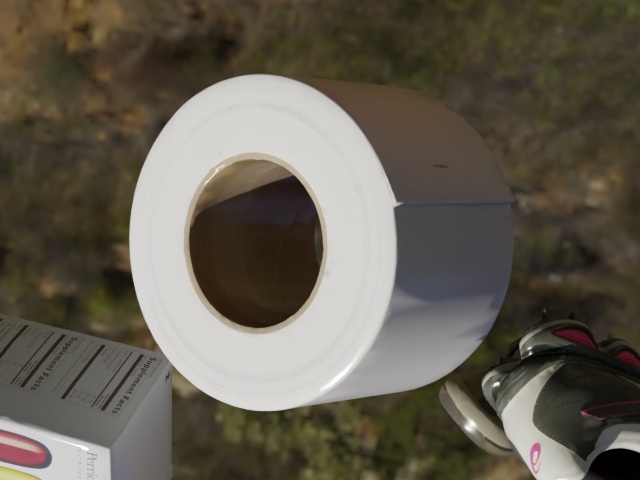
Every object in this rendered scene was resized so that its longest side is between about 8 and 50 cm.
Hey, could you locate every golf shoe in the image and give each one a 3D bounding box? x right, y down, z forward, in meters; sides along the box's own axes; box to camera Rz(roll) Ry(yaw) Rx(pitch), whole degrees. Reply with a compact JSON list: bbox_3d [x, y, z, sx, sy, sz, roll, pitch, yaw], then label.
[{"bbox_3d":[0.227,0.136,1.158,0.272,0.105,0.120,14,-143,-20],"label":"golf shoe"}]

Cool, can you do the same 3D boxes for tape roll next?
[{"bbox_3d":[0.000,0.000,1.429,0.246,0.246,0.169,21,-167,34],"label":"tape roll"}]

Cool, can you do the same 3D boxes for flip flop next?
[{"bbox_3d":[0.197,0.130,1.747,0.112,0.080,0.277,43,-160,21],"label":"flip flop"}]

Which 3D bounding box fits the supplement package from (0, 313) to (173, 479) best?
[{"bbox_3d":[-0.258,0.156,1.584,0.244,0.139,0.134,12,-145,15],"label":"supplement package"}]
